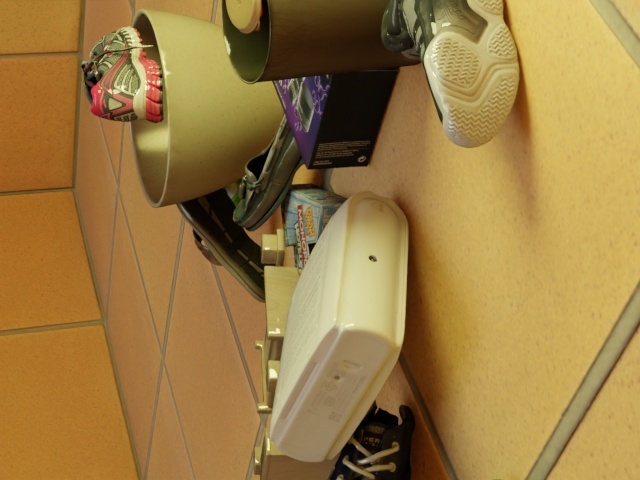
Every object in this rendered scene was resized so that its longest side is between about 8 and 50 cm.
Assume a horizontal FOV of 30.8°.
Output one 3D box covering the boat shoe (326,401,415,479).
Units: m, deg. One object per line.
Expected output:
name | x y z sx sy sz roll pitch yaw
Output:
boat shoe | 0.047 0.318 1.476 0.340 0.127 0.158 -53 -29 -73

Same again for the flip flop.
flip flop | -0.177 0.003 2.079 0.080 0.112 0.277 -34 96 40

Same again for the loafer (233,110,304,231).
loafer | -0.077 -0.125 1.815 0.267 0.084 0.096 -51 28 34

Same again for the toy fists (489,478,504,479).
toy fists | 0.172 0.359 1.357 0.279 0.096 0.142 133 129 -66

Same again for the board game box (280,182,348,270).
board game box | 0.000 0.000 1.791 0.194 0.060 0.194 171 94 -71

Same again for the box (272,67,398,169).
box | 0.005 -0.257 1.652 0.184 0.103 0.261 109 149 -45

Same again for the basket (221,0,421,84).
basket | 0.013 -0.276 1.432 0.204 0.227 0.154 -141 49 -63

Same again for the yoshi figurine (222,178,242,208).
yoshi figurine | -0.244 -0.181 2.239 0.362 0.203 0.203 61 143 42

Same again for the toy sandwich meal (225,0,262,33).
toy sandwich meal | -0.081 -0.276 1.317 0.086 0.029 0.085 25 120 54

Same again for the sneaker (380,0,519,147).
sneaker | 0.140 -0.213 1.294 0.153 0.101 0.268 135 133 -66

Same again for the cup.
cup | -0.183 -0.230 1.976 0.331 0.237 0.331 174 90 -70

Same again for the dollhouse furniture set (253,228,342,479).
dollhouse furniture set | -0.011 0.215 1.802 0.303 0.174 0.355 101 168 -47

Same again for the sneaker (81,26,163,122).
sneaker | -0.335 -0.272 1.873 0.299 0.112 0.120 -134 42 -61

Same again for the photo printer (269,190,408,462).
photo printer | 0.027 0.100 1.526 0.307 0.107 0.256 -83 16 -52
